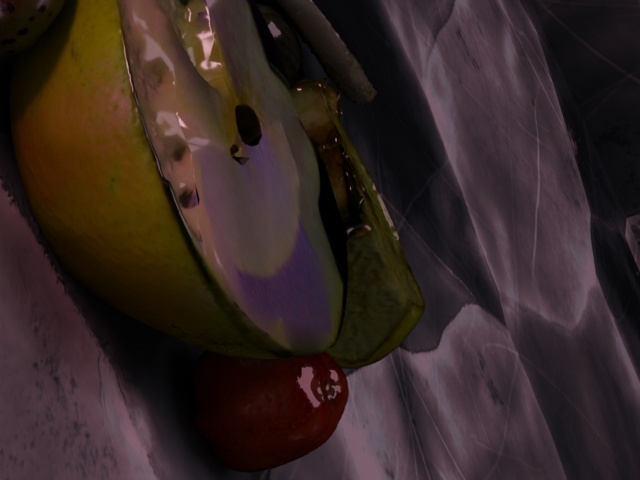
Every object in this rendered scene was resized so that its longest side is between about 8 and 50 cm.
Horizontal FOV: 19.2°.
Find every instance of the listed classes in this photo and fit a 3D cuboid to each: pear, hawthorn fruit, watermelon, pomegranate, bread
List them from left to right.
[{"bbox_3d":[-0.263,-0.220,1.512,0.129,0.129,0.159,58,16,-31],"label":"pomegranate"},{"bbox_3d":[-0.139,-0.065,1.631,0.399,0.165,0.399,53,26,-40],"label":"pear"},{"bbox_3d":[-0.062,-0.218,2.120,0.110,0.078,0.078,53,26,-44],"label":"watermelon"},{"bbox_3d":[-0.046,0.143,1.726,0.133,0.138,0.133,-16,90,-72],"label":"hawthorn fruit"},{"bbox_3d":[-0.022,-0.267,2.215,0.267,0.040,0.267,54,3,-5],"label":"bread"},{"bbox_3d":[0.000,0.000,1.969,0.255,0.164,0.238,57,12,-46],"label":"pear"}]
